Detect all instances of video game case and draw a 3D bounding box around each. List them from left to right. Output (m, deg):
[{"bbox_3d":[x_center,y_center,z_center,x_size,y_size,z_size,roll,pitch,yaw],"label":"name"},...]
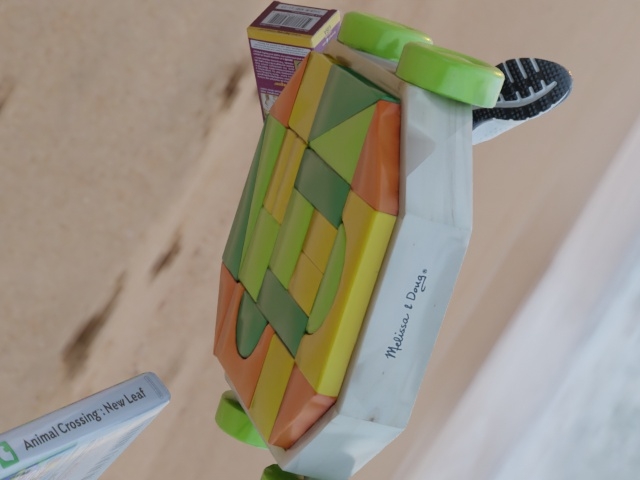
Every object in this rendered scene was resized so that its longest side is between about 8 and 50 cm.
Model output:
[{"bbox_3d":[-0.192,0.157,0.889,0.212,0.023,0.193,-46,167,29],"label":"video game case"}]

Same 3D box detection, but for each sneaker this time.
[{"bbox_3d":[0.111,-0.086,1.117,0.109,0.040,0.044,-19,171,29],"label":"sneaker"}]

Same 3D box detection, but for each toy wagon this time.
[{"bbox_3d":[0.000,0.000,1.039,0.344,0.068,0.267,-134,-119,-68],"label":"toy wagon"}]

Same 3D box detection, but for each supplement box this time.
[{"bbox_3d":[-0.013,-0.120,1.240,0.043,0.055,0.083,-51,144,-42],"label":"supplement box"}]
